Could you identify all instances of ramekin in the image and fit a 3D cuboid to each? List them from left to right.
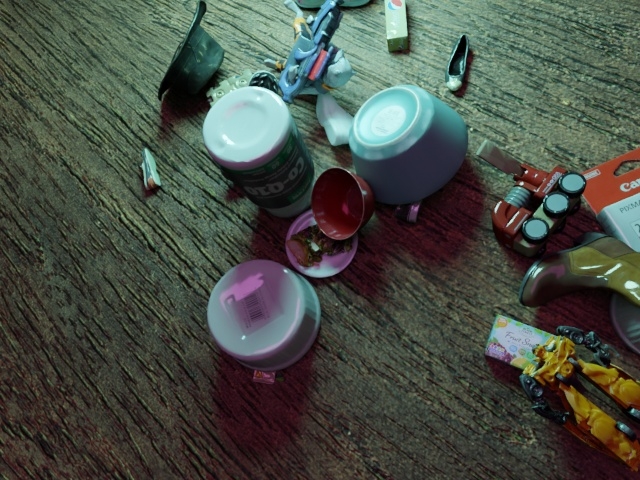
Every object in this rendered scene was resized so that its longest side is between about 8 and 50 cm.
[{"bbox_3d":[-0.146,0.181,1.155,0.277,0.135,0.277,-4,69,10],"label":"ramekin"},{"bbox_3d":[0.753,0.155,0.989,0.207,0.109,0.207,-4,73,12],"label":"ramekin"}]

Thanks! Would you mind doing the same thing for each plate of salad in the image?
[{"bbox_3d":[0.000,0.000,1.234,0.200,0.048,0.199,-4,71,11],"label":"plate of salad"}]

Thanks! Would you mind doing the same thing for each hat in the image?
[{"bbox_3d":[-0.378,-0.554,1.422,0.134,0.331,0.331,25,77,-19],"label":"hat"}]

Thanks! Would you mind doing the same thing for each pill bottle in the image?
[{"bbox_3d":[-0.129,-0.198,1.156,0.204,0.361,0.204,-4,72,12],"label":"pill bottle"}]

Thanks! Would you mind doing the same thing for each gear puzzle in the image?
[{"bbox_3d":[-0.215,-0.358,1.400,0.175,0.044,0.339,-27,72,1],"label":"gear puzzle"}]

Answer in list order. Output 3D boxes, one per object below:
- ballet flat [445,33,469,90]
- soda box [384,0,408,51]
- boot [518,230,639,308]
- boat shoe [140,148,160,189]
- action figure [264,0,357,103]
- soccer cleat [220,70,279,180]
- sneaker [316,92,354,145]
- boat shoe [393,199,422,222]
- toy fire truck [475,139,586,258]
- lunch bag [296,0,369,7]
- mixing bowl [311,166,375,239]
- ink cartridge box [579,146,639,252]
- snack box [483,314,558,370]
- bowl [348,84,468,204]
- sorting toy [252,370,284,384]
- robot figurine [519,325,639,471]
[{"bbox_3d":[0.386,-0.503,1.306,0.057,0.049,0.173,8,75,15],"label":"ballet flat"},{"bbox_3d":[0.228,-0.665,1.388,0.061,0.058,0.181,-4,72,11],"label":"soda box"},{"bbox_3d":[0.603,0.107,0.968,0.264,0.096,0.280,-28,27,-7],"label":"boot"},{"bbox_3d":[-0.532,-0.220,1.420,0.043,0.049,0.137,-23,74,7],"label":"boat shoe"},{"bbox_3d":[-0.005,-0.551,1.297,0.341,0.178,0.330,-53,54,21],"label":"action figure"},{"bbox_3d":[-0.200,-0.322,1.314,0.109,0.116,0.318,18,104,-14],"label":"soccer cleat"},{"bbox_3d":[0.051,-0.356,1.330,0.094,0.080,0.212,-9,60,-17],"label":"sneaker"},{"bbox_3d":[0.250,-0.157,1.213,0.070,0.078,0.219,17,79,16],"label":"boat shoe"},{"bbox_3d":[0.478,-0.114,1.123,0.246,0.158,0.217,37,84,32],"label":"toy fire truck"},{"bbox_3d":[0.040,-0.851,1.460,0.279,0.108,0.224,4,79,15],"label":"lunch bag"},{"bbox_3d":[0.072,-0.096,1.177,0.181,0.098,0.181,9,104,44],"label":"mixing bowl"},{"bbox_3d":[0.793,-0.117,1.093,0.275,0.060,0.239,-24,71,4],"label":"ink cartridge box"},{"bbox_3d":[0.462,0.244,1.061,0.141,0.037,0.100,20,78,16],"label":"snack box"},{"bbox_3d":[0.195,-0.265,1.161,0.312,0.163,0.311,-17,56,27],"label":"bowl"},{"bbox_3d":[-0.130,0.334,1.175,0.083,0.012,0.062,5,74,14],"label":"sorting toy"},{"bbox_3d":[0.561,0.321,0.966,0.291,0.085,0.211,41,82,10],"label":"robot figurine"}]
